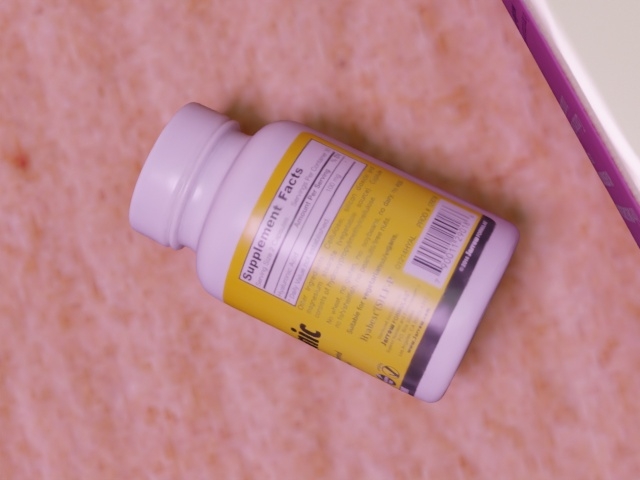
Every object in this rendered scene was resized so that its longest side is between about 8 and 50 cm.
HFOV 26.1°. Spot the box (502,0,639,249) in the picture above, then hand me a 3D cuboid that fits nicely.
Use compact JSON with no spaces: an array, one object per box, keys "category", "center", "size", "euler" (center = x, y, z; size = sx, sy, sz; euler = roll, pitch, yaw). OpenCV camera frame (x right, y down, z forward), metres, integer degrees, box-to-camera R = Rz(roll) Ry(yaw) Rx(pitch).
[{"category":"box","center":[0.182,-0.058,0.390],"size":[0.213,0.117,0.243],"euler":[-30,87,9]}]

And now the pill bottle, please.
[{"category":"pill bottle","center":[0.000,0.000,0.449],"size":[0.116,0.065,0.065],"euler":[26,96,8]}]
